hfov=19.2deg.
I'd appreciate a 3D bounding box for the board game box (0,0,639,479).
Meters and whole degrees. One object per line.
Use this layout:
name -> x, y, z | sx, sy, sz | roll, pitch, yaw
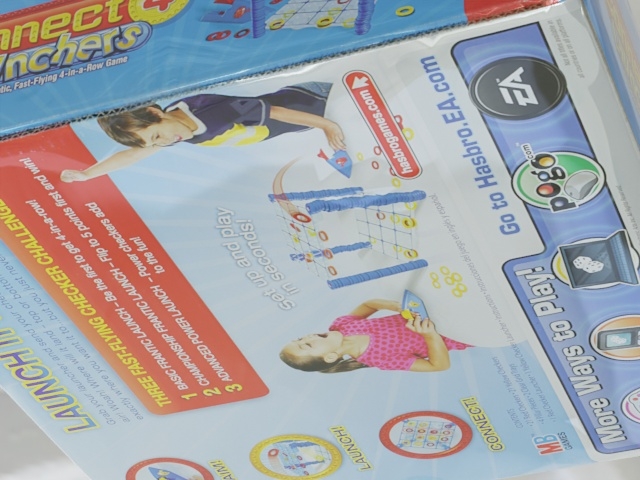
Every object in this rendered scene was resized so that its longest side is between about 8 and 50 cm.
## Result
board game box -> 0.000, 0.000, 0.802 | 0.302, 0.308, 0.086 | -11, -128, 17
